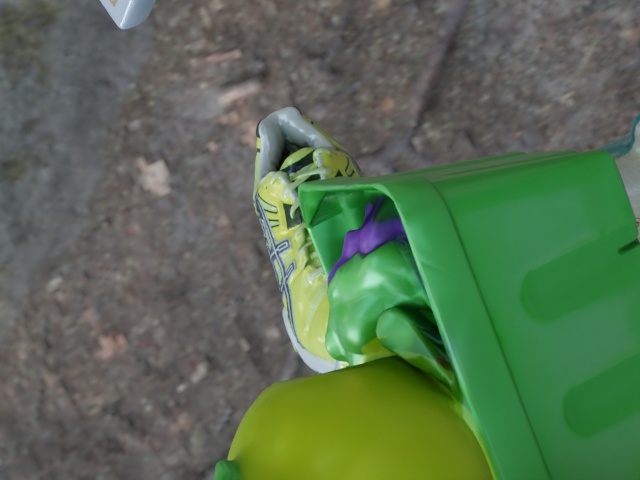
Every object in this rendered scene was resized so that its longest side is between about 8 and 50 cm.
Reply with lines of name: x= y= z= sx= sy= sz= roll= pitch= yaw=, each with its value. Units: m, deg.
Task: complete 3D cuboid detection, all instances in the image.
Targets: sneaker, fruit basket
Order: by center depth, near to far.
fruit basket: x=0.062 y=0.139 z=1.168 sx=0.392 sy=0.392 sz=0.283 roll=69 pitch=167 yaw=-8
sneaker: x=0.000 y=0.000 z=1.699 sx=0.147 sy=0.145 sz=0.385 roll=62 pitch=177 yaw=-30

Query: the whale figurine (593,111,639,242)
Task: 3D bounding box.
whale figurine: x=0.273 y=-0.034 z=1.665 sx=0.141 sy=0.272 sz=0.216 roll=-127 pitch=44 yaw=-54

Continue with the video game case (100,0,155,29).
video game case: x=-0.197 y=-0.376 z=1.446 sx=0.300 sy=0.036 sz=0.329 roll=54 pitch=149 yaw=11
